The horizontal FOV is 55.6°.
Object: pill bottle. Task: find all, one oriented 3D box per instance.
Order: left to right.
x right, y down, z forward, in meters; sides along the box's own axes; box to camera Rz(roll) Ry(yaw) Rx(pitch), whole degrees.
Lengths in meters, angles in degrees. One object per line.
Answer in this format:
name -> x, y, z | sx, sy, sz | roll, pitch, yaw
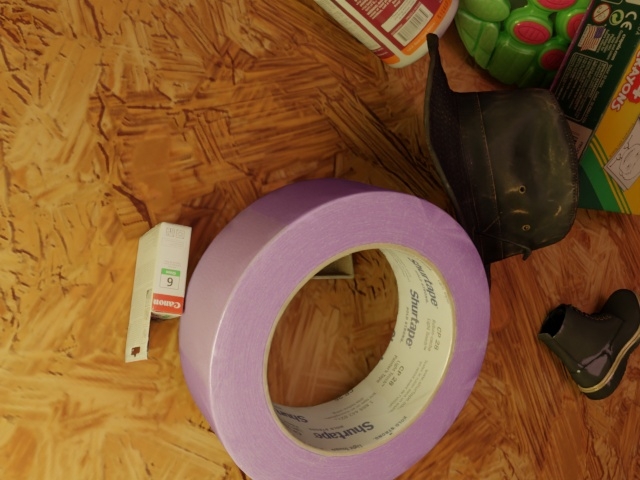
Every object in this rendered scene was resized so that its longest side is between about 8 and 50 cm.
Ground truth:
pill bottle -> 0.049, -0.317, 0.719 | 0.221, 0.121, 0.121 | 34, 60, -25

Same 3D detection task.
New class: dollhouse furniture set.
dollhouse furniture set -> 0.000, 0.000, 0.625 | 0.114, 0.081, 0.091 | 2, 77, -36

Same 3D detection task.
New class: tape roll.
tape roll -> 0.019, 0.085, 0.545 | 0.275, 0.090, 0.274 | -8, 107, -27

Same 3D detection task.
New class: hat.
hat -> 0.210, -0.077, 0.671 | 0.331, 0.134, 0.331 | -11, 90, -71

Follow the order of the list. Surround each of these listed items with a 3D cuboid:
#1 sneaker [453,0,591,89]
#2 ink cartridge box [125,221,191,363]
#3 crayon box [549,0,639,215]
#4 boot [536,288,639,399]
sneaker -> 0.371, -0.359, 0.962 | 0.483, 0.185, 0.202 | 2, 55, -37
ink cartridge box -> -0.140, 0.047, 0.522 | 0.029, 0.063, 0.115 | 12, 72, -31
crayon box -> 0.487, -0.221, 0.898 | 0.313, 0.106, 0.363 | 3, 117, -35
boot -> 0.405, 0.115, 0.901 | 0.137, 0.077, 0.198 | 45, 55, -12
